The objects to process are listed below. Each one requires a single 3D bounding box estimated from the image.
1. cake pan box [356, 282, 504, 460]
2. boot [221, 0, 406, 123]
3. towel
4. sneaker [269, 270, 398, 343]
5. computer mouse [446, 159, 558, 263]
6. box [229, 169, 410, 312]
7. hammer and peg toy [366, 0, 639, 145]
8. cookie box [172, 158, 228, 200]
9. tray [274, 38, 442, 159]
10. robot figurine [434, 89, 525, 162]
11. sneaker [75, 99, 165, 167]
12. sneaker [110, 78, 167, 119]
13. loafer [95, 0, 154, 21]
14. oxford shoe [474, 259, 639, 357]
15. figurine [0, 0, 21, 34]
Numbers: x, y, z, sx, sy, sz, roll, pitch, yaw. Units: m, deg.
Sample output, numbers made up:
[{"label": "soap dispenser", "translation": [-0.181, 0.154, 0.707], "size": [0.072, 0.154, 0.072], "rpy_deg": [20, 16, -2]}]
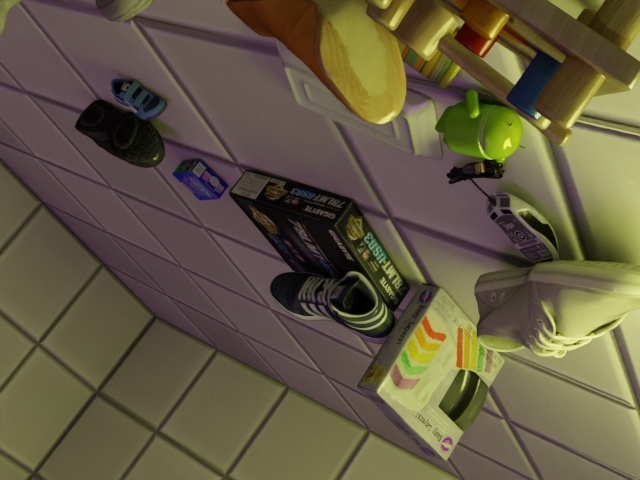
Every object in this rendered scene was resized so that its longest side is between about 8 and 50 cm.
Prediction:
[{"label": "cake pan box", "translation": [0.220, 0.258, 1.838], "size": [0.070, 0.246, 0.267], "rpy_deg": [12, 149, 53]}, {"label": "boot", "translation": [-0.023, -0.265, 1.159], "size": [0.295, 0.104, 0.211], "rpy_deg": [57, 162, -12]}, {"label": "towel", "translation": [0.074, -0.278, 1.145], "size": [0.237, 0.021, 0.102], "rpy_deg": [36, 156, 3]}, {"label": "sneaker", "translation": [0.011, 0.104, 1.845], "size": [0.282, 0.099, 0.153], "rpy_deg": [19, 162, 24]}, {"label": "computer mouse", "translation": [0.269, -0.043, 1.338], "size": [0.193, 0.042, 0.106], "rpy_deg": [46, 156, -11]}, {"label": "box", "translation": [0.000, 0.000, 1.885], "size": [0.293, 0.073, 0.295], "rpy_deg": [21, 157, 41]}, {"label": "hammer and peg toy", "translation": [0.170, -0.213, 0.908], "size": [0.266, 0.127, 0.361], "rpy_deg": [34, -171, 3]}, {"label": "cookie box", "translation": [-0.264, -0.132, 2.080], "size": [0.092, 0.040, 0.107], "rpy_deg": [44, 160, -23]}, {"label": "tray", "translation": [0.049, -0.197, 1.372], "size": [0.270, 0.030, 0.145], "rpy_deg": [27, 159, 26]}, {"label": "robot figurine", "translation": [0.200, -0.137, 1.183], "size": [0.115, 0.067, 0.101], "rpy_deg": [17, 155, 45]}, {"label": "sneaker", "translation": [-0.412, -0.218, 2.072], "size": [0.286, 0.109, 0.130], "rpy_deg": [32, 170, 43]}, {"label": "sneaker", "translation": [-0.362, -0.280, 1.875], "size": [0.144, 0.053, 0.059], "rpy_deg": [22, 155, 34]}, {"label": "loafer", "translation": [-0.250, -0.392, 1.320], "size": [0.111, 0.112, 0.319], "rpy_deg": [48, 152, -17]}, {"label": "oxford shoe", "translation": [0.341, 0.099, 1.335], "size": [0.169, 0.130, 0.449], "rpy_deg": [8, 170, -13]}, {"label": "figurine", "translation": [-0.553, -0.447, 1.555], "size": [0.092, 0.209, 0.215], "rpy_deg": [11, 150, 53]}]
